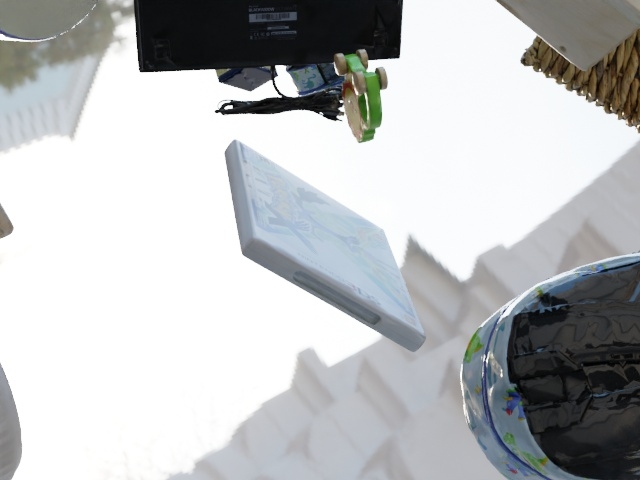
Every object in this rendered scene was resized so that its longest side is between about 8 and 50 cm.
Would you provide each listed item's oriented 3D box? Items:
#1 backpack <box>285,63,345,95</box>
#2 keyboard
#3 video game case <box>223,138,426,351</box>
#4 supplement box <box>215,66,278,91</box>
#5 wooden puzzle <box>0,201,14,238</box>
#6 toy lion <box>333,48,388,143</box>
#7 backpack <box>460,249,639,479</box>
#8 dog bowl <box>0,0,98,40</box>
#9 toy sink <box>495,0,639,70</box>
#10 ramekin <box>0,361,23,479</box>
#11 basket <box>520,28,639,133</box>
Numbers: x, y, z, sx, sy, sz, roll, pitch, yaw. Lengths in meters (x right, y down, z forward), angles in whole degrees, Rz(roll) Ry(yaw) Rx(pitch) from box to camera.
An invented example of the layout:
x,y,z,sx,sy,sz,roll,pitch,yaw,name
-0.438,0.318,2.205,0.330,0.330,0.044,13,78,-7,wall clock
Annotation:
x,y,z,sx,sy,sz,roll,pitch,yaw,name
0.008,-0.266,1.866,0.105,0.114,0.084,-82,149,-62,backpack
-0.058,-0.231,1.425,0.033,0.317,0.202,-109,-163,-59,keyboard
0.000,0.000,1.756,0.036,0.300,0.329,-52,-156,18,video game case
-0.116,-0.273,1.771,0.056,0.083,0.083,-25,-107,28,supplement box
-0.580,-0.110,1.579,0.347,0.080,0.322,-19,-76,30,wooden puzzle
0.043,-0.143,1.248,0.100,0.034,0.096,-125,-156,-60,toy lion
0.329,0.149,1.272,0.273,0.355,0.290,-25,-106,59,backpack
-0.336,-0.345,1.276,0.104,0.265,0.265,12,-55,30,dog bowl
0.246,-0.287,1.009,0.152,0.234,0.131,38,-16,-2,toy sink
-0.438,0.186,1.344,0.273,0.127,0.273,30,-50,43,ramekin
0.402,-0.260,1.440,0.223,0.299,0.213,32,-68,10,basket
